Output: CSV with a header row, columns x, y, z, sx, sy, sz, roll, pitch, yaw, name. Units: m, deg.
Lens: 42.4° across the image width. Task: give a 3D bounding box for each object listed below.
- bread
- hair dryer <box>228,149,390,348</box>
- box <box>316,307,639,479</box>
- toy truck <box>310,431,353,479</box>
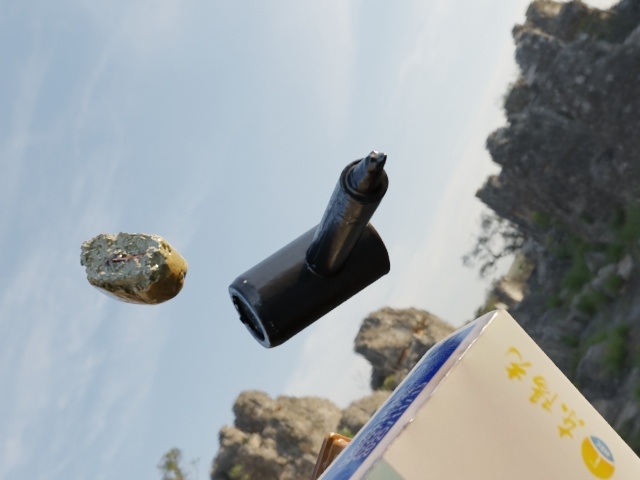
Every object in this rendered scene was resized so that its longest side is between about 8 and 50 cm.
x,y,z,sx,sy,sz,roll,pitch,yaw,name
-0.242,0.043,1.084,0.106,0.125,0.082,61,-153,-54,bread
0.000,0.000,0.606,0.128,0.070,0.255,-33,-13,-17,hair dryer
0.140,0.220,0.397,0.200,0.343,0.065,-39,-4,-42,box
0.175,0.303,0.692,0.207,0.387,0.173,-5,64,64,toy truck
